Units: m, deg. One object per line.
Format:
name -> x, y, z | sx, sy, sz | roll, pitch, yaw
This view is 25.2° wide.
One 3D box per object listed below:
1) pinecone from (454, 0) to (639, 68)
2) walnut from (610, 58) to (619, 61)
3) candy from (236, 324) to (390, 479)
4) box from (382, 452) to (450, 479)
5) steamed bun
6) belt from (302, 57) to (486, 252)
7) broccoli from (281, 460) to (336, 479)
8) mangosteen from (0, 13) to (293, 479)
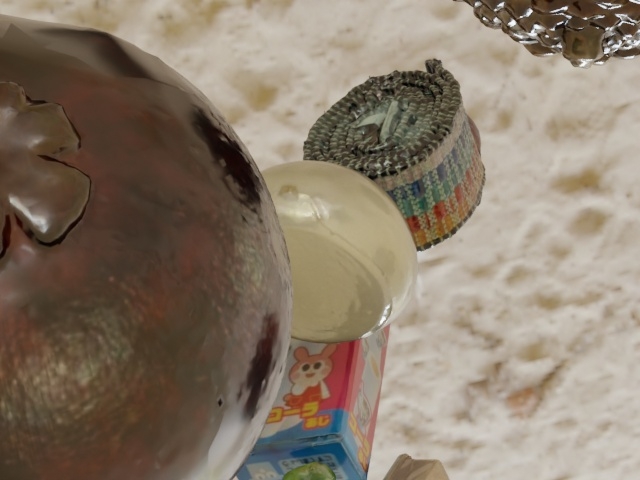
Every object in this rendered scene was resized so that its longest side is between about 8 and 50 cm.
pinecone -> 0.192, -0.255, 1.043 | 0.264, 0.264, 0.264 | -6, 142, -5
walnut -> 0.345, -0.338, 1.709 | 0.248, 0.248, 0.248 | -6, 142, -5
candy -> -0.010, 0.167, 1.784 | 0.157, 0.306, 0.100 | -12, 130, 20
box -> 0.114, 0.324, 1.742 | 0.062, 0.122, 0.089 | -11, 114, 37
steamed bun -> 0.000, 0.000, 1.593 | 0.232, 0.145, 0.232 | 12, 139, 11
belt -> 0.097, -0.091, 1.799 | 0.207, 0.295, 0.160 | -11, 118, 14
broccoli -> -0.007, 0.352, 1.547 | 0.254, 0.269, 0.269 | -14, 141, 2
mangosteen -> -0.169, 0.048, 0.770 | 0.306, 0.306, 0.359 | -3, 152, -8
